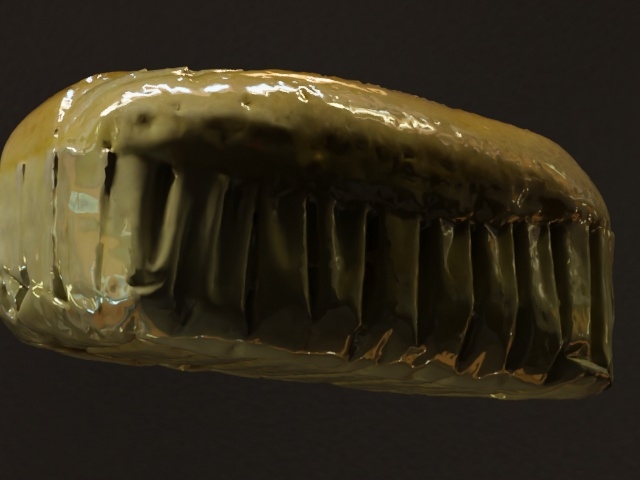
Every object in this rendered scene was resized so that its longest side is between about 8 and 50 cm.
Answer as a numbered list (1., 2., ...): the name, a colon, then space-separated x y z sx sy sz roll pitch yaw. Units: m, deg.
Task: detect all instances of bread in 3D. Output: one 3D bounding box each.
1. bread: 0.000 0.000 0.625 0.236 0.140 0.106 11 -102 -33
